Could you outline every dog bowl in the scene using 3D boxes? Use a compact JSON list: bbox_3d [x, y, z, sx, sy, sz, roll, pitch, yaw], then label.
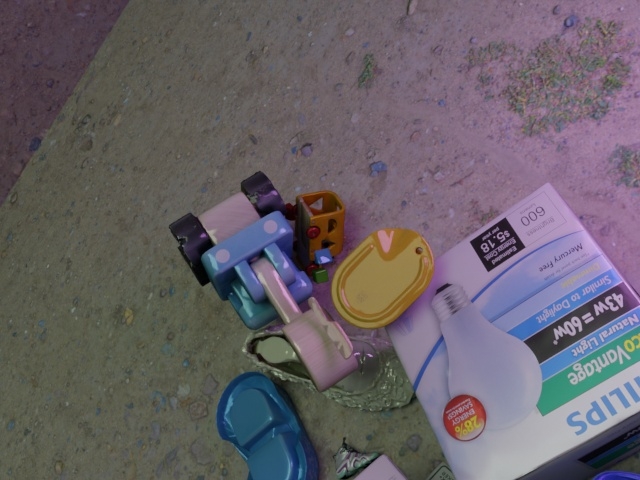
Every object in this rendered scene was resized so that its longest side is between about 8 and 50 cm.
[{"bbox_3d":[-0.105,0.409,1.347,0.166,0.074,0.297,-42,53,14],"label":"dog bowl"}]

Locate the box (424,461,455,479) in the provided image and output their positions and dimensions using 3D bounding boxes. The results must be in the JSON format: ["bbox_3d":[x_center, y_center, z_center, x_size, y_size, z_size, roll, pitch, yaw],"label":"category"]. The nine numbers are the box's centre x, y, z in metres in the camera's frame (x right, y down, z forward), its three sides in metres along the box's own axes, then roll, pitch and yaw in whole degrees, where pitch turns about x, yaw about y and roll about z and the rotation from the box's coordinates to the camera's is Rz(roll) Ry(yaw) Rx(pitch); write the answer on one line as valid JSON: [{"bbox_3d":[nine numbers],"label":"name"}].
[{"bbox_3d":[0.161,0.517,1.033,0.290,0.087,0.169,-42,47,-16],"label":"box"}]

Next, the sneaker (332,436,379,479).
[{"bbox_3d":[0.062,0.403,1.253,0.098,0.038,0.069,-34,55,19],"label":"sneaker"}]

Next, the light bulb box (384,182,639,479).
[{"bbox_3d":[0.334,0.177,1.037,0.358,0.225,0.361,-37,52,17],"label":"light bulb box"}]

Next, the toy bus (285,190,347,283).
[{"bbox_3d":[0.002,-0.006,1.415,0.202,0.104,0.191,154,103,-72],"label":"toy bus"}]

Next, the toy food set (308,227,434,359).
[{"bbox_3d":[0.090,0.077,1.063,0.218,0.071,0.128,-43,70,3],"label":"toy food set"}]

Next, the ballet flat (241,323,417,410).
[{"bbox_3d":[0.006,0.244,1.302,0.409,0.147,0.147,3,72,35],"label":"ballet flat"}]

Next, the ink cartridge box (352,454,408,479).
[{"bbox_3d":[0.067,0.510,0.971,0.296,0.066,0.261,-38,44,-11],"label":"ink cartridge box"}]

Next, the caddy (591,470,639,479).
[{"bbox_3d":[0.442,0.476,0.867,0.241,0.179,0.341,-41,48,-14],"label":"caddy"}]

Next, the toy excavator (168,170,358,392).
[{"bbox_3d":[-0.091,0.092,1.289,0.222,0.433,0.445,-33,78,-12],"label":"toy excavator"}]
